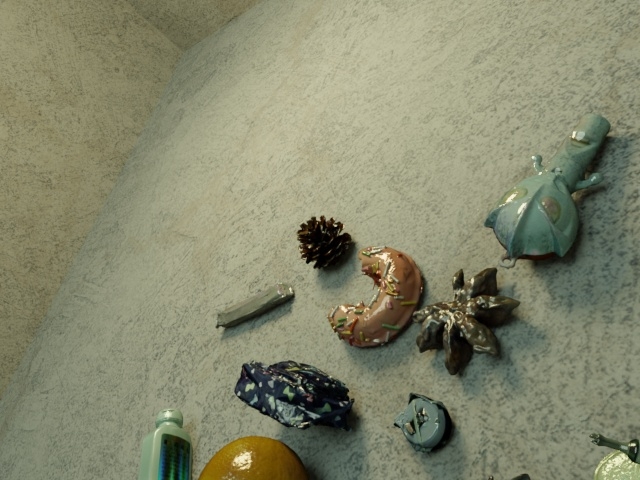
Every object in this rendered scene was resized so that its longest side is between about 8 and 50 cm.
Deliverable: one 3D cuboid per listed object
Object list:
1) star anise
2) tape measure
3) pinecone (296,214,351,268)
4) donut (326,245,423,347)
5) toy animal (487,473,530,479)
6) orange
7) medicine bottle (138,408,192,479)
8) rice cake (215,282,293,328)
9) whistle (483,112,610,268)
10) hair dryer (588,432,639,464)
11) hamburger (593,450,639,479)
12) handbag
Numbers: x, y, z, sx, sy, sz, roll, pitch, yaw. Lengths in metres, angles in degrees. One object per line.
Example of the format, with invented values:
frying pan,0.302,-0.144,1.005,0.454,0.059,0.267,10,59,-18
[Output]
star anise,0.259,0.144,0.998,0.212,0.073,0.197,-46,34,12
tape measure,0.180,0.313,0.956,0.091,0.054,0.094,-58,34,1
pinecone,0.002,0.000,1.364,0.140,0.121,0.140,-33,31,24
donut,0.115,0.116,1.171,0.199,0.085,0.232,9,69,49
toy animal,0.222,0.414,0.832,0.202,0.070,0.105,-31,30,34
orange,-0.125,0.480,1.010,0.236,0.236,0.236,-28,42,29
medicine bottle,-0.366,0.517,1.320,0.083,0.121,0.229,-36,39,22
rice cake,-0.182,0.176,1.474,0.270,0.049,0.055,-29,64,29
whistle,0.415,-0.086,0.995,0.346,0.133,0.142,-52,31,-16
hair dryer,0.428,0.274,0.663,0.198,0.057,0.100,12,66,24
hamburger,0.401,0.325,0.709,0.084,0.054,0.121,-28,39,36
handbag,-0.050,0.310,1.129,0.260,0.162,0.113,6,78,50
